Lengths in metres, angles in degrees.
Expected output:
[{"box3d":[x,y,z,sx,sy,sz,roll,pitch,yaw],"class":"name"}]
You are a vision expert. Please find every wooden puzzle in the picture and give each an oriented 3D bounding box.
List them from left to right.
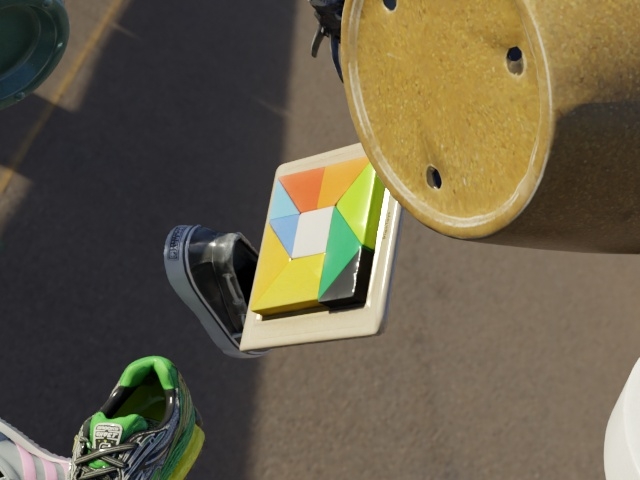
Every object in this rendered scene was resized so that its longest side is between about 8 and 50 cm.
[{"box3d":[0.000,0.000,1.241,0.044,0.239,0.221,25,65,-33],"class":"wooden puzzle"}]

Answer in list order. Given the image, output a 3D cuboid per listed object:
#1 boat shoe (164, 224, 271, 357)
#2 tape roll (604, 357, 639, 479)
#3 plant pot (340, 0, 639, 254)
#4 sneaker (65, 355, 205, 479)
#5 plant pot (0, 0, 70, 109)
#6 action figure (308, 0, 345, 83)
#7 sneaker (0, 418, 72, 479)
[{"box3d":[-0.089,0.066,1.511,0.306,0.105,0.113,61,34,-55],"class":"boat shoe"},{"box3d":[0.466,0.230,1.139,0.392,0.072,0.392,7,41,-6],"class":"tape roll"},{"box3d":[0.144,-0.091,0.490,0.254,0.237,0.237,-17,51,-31],"class":"plant pot"},{"box3d":[-0.240,0.269,1.303,0.134,0.146,0.343,5,45,17],"class":"sneaker"},{"box3d":[-0.404,-0.265,1.346,0.196,0.293,0.293,48,28,22],"class":"plant pot"},{"box3d":[0.049,-0.281,1.082,0.141,0.275,0.164,15,25,-45],"class":"action figure"},{"box3d":[-0.426,0.378,1.787,0.319,0.112,0.131,25,28,-1],"class":"sneaker"}]
